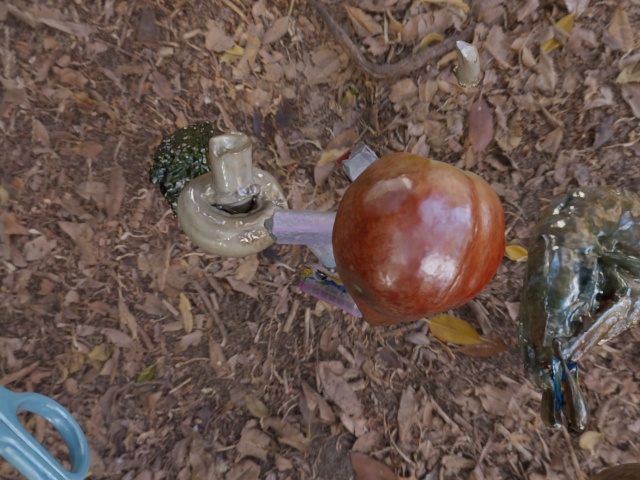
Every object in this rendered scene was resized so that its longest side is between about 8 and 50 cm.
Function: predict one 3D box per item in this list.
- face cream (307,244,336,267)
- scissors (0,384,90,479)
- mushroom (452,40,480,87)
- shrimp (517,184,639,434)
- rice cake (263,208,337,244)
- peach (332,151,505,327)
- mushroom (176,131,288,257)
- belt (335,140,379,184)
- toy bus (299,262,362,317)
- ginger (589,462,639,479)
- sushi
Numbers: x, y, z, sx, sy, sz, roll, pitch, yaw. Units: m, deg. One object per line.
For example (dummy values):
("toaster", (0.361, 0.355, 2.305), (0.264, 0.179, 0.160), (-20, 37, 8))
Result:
("face cream", (0.000, 0.000, 1.302), (0.075, 0.229, 0.075), (-7, 65, 15))
("scissors", (-0.405, 0.108, 0.494), (0.029, 0.192, 0.447), (-39, 101, -2))
("mushroom", (0.417, -0.510, 1.418), (0.071, 0.209, 0.084), (-29, 74, 11))
("shrimp", (0.439, 0.094, 0.811), (0.221, 0.110, 0.445), (13, 65, 27))
("rice cake", (0.071, -0.028, 1.103), (0.399, 0.064, 0.070), (1, 54, -3))
("peach", (0.119, 0.011, 0.683), (0.233, 0.232, 0.256), (19, 99, 6))
("mushroom", (-0.214, -0.116, 1.255), (0.293, 0.290, 0.292), (6, 47, -6))
("belt", (0.161, -0.209, 1.658), (0.115, 0.324, 0.227), (-40, 76, 4))
("toy bus", (0.064, 0.164, 1.681), (0.274, 0.090, 0.112), (22, 99, 27))
("ginger", (0.563, 0.470, 0.819), (0.200, 0.269, 0.223), (-31, 124, -13))
("sushi", (-0.383, -0.197, 1.568), (0.178, 0.352, 0.294), (-19, 121, 5))
